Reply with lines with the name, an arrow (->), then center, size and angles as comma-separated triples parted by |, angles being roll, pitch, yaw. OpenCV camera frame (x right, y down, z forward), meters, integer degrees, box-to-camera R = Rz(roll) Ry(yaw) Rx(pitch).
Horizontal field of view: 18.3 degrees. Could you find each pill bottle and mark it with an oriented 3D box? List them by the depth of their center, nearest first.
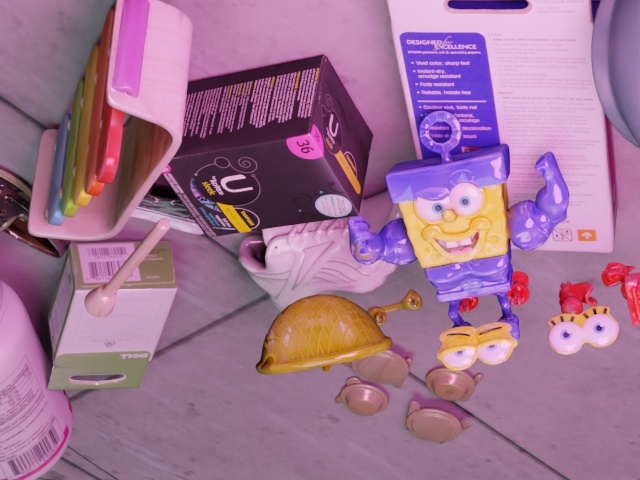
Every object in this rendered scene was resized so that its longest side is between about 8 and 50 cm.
pill bottle -> -0.381, 0.136, 2.168 | 0.160, 0.160, 0.283 | 1, 141, 13

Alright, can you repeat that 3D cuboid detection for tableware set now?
tableware set -> 0.097, 0.169, 2.205 | 0.168, 0.020, 0.141 | 18, 140, -7

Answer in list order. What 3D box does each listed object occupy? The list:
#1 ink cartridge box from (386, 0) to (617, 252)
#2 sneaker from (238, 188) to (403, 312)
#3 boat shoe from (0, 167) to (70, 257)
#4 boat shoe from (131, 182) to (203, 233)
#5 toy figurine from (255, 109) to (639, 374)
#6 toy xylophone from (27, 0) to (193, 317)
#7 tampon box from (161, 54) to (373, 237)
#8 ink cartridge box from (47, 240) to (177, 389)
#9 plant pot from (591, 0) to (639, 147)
ink cartridge box -> 0.167, -0.123, 1.770 | 0.175, 0.069, 0.371 | 2, 144, 14
sneaker -> 0.000, 0.000, 1.956 | 0.115, 0.090, 0.232 | 35, 136, -23
boat shoe -> -0.318, -0.032, 2.026 | 0.152, 0.049, 0.056 | 26, 140, -19
boat shoe -> -0.175, -0.045, 1.982 | 0.142, 0.049, 0.040 | 16, 110, -3
toy figurine -> 0.103, -0.015, 1.798 | 0.362, 0.191, 0.217 | -9, 108, 14
toy xylophone -> -0.189, -0.078, 1.790 | 0.081, 0.236, 0.323 | 12, 146, -17
tampon box -> -0.051, -0.085, 1.843 | 0.161, 0.101, 0.120 | -9, 139, 24
ink cartridge box -> -0.228, 0.082, 2.115 | 0.109, 0.062, 0.209 | -1, 147, -18
plant pot -> 0.338, -0.149, 1.548 | 0.196, 0.293, 0.293 | 10, 154, 51
